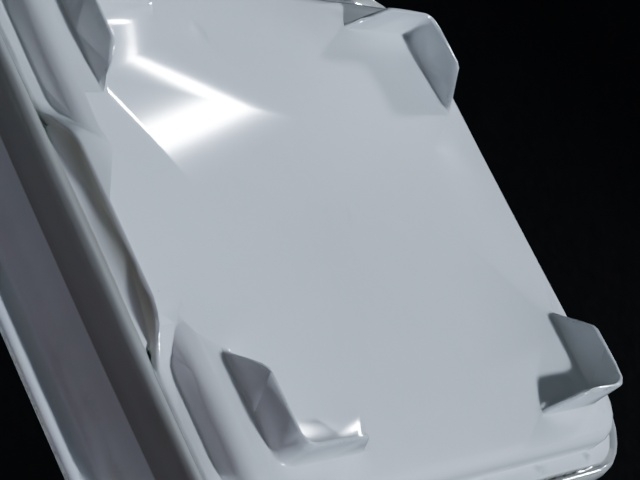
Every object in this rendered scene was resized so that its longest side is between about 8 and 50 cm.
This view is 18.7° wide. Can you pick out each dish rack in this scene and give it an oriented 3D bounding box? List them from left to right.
[{"bbox_3d":[0.000,0.000,0.786,0.072,0.333,0.285,-35,-108,31],"label":"dish rack"}]
